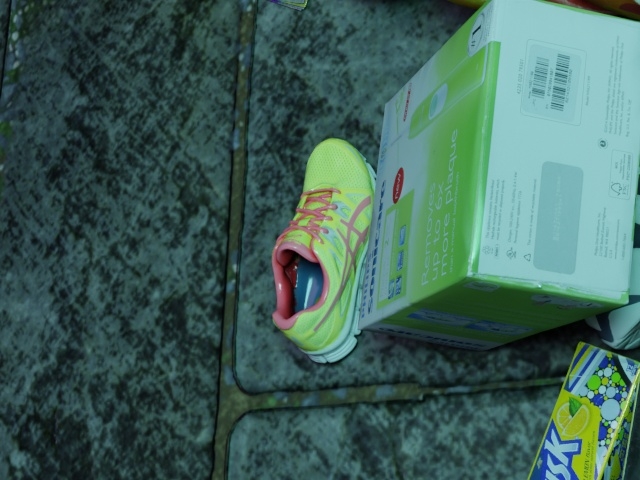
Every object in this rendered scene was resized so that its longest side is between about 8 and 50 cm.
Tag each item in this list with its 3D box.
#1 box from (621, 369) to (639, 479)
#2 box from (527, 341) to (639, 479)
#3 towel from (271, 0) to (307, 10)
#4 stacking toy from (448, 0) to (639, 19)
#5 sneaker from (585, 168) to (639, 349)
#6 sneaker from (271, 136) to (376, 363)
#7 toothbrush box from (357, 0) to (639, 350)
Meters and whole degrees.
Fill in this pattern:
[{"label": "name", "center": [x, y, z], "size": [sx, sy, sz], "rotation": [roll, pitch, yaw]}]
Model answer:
[{"label": "box", "center": [0.343, 0.125, 0.939], "size": [0.257, 0.079, 0.322], "rotation": [12, 98, 31]}, {"label": "box", "center": [0.206, 0.169, 1.087], "size": [0.059, 0.054, 0.169], "rotation": [19, 85, 36]}, {"label": "towel", "center": [-0.034, -0.269, 1.419], "size": [0.083, 0.009, 0.060], "rotation": [24, 90, 37]}, {"label": "stacking toy", "center": [0.168, -0.298, 1.160], "size": [0.480, 0.351, 0.350], "rotation": [-10, 68, 56]}, {"label": "sneaker", "center": [0.266, -0.044, 1.091], "size": [0.153, 0.094, 0.235], "rotation": [50, 115, 26]}, {"label": "sneaker", "center": [0.000, 0.000, 1.257], "size": [0.081, 0.094, 0.208], "rotation": [-8, 69, 34]}, {"label": "toothbrush box", "center": [0.130, -0.038, 1.070], "size": [0.283, 0.122, 0.206], "rotation": [140, 139, -74]}]
